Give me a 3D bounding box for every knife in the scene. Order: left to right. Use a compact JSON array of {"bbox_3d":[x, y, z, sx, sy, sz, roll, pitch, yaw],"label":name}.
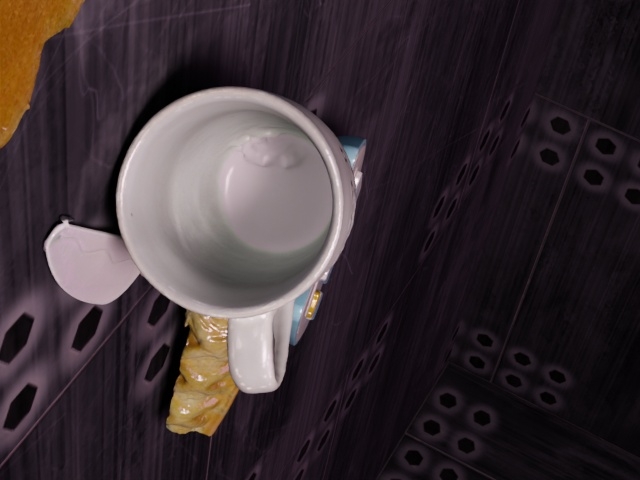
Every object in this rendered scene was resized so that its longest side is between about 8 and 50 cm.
[{"bbox_3d":[-0.172,0.020,1.281,0.081,0.043,0.336,-59,161,8],"label":"knife"}]

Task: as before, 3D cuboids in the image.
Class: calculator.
[{"bbox_3d":[0.000,0.000,1.729,0.386,0.054,0.256,43,66,-84],"label":"calculator"}]

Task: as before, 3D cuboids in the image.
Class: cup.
[{"bbox_3d":[-0.054,0.000,1.272,0.234,0.186,0.258,-14,102,-80],"label":"cup"}]

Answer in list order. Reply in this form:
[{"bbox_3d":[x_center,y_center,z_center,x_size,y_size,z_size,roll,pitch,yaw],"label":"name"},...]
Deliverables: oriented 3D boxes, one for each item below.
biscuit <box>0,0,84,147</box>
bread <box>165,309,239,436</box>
[{"bbox_3d":[-0.193,-0.170,0.772,0.301,0.049,0.197,73,41,-71],"label":"biscuit"},{"bbox_3d":[-0.110,0.120,1.575,0.128,0.088,0.232,-55,166,-46],"label":"bread"}]
